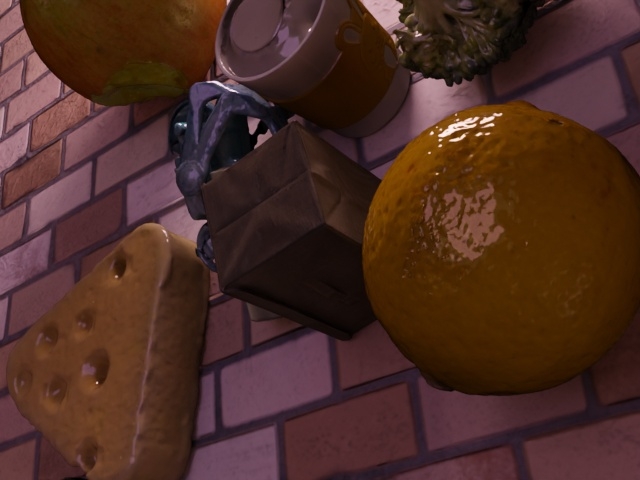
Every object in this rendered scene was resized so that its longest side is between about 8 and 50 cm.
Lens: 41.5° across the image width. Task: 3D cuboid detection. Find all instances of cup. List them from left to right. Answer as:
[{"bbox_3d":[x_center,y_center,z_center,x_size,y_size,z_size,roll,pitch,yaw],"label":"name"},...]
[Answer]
[{"bbox_3d":[0.002,-0.270,1.111,0.185,0.226,0.241,-6,65,40],"label":"cup"}]

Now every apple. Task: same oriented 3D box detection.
[{"bbox_3d":[-0.330,-0.394,1.399,0.340,0.339,0.339,-18,60,33],"label":"apple"}]

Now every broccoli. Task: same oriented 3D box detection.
[{"bbox_3d":[0.160,-0.338,0.995,0.247,0.243,0.263,8,70,56],"label":"broccoli"}]

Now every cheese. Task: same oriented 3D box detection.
[{"bbox_3d":[-0.330,0.188,1.261,0.384,0.104,0.384,-17,60,33],"label":"cheese"}]

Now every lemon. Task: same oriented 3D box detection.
[{"bbox_3d":[0.176,0.007,0.806,0.293,0.293,0.293,-18,60,33],"label":"lemon"}]

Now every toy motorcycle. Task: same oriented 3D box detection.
[{"bbox_3d":[-0.115,-0.092,1.182,0.206,0.154,0.260,-15,89,30],"label":"toy motorcycle"}]

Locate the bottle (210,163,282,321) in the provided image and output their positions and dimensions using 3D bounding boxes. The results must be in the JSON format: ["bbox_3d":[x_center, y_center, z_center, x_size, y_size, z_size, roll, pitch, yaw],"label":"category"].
[{"bbox_3d":[-0.083,0.000,1.093,0.072,0.072,0.201,-8,101,38],"label":"bottle"}]

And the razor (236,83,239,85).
[{"bbox_3d":[-0.116,-0.242,1.330,0.190,0.033,0.066,-45,49,14],"label":"razor"}]

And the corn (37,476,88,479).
[{"bbox_3d":[-0.301,0.401,1.123,0.305,0.122,0.123,6,73,43],"label":"corn"}]

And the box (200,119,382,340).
[{"bbox_3d":[0.000,0.000,0.981,0.149,0.231,0.155,-33,53,24],"label":"box"}]
